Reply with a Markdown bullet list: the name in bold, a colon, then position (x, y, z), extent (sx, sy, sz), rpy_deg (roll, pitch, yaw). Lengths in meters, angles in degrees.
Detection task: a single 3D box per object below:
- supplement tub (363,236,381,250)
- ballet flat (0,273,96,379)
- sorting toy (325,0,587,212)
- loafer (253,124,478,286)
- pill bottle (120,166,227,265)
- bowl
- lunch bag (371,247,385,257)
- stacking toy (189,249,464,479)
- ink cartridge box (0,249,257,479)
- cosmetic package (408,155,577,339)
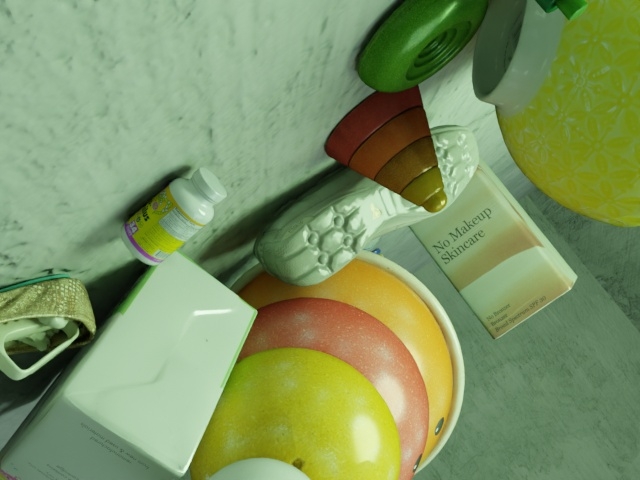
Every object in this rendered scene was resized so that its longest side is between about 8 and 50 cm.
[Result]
- **supplement tub**: position (0.066, -0.031, 0.935), extent (0.071, 0.071, 0.107), rpy_deg (-32, 168, -18)
- **ballet flat**: position (-0.240, 0.072, 0.445), extent (0.073, 0.067, 0.206), rpy_deg (-43, 167, 29)
- **sorting toy**: position (0.111, -0.124, 0.543), extent (0.127, 0.126, 0.365), rpy_deg (-32, 169, -20)
- **loafer**: position (0.059, -0.056, 0.770), extent (0.319, 0.112, 0.111), rpy_deg (-29, -156, -24)
- **pill bottle**: position (-0.115, -0.020, 0.502), extent (0.083, 0.043, 0.043), rpy_deg (-39, 169, 12)
- **bowl**: position (0.229, -0.166, 0.561), extent (0.156, 0.289, 0.289), rpy_deg (11, 158, -7)
- **lunch bag**: position (0.114, 0.193, 1.616), extent (0.138, 0.221, 0.293), rpy_deg (-30, 167, -29)
- **stacking toy**: position (-0.025, 0.212, 0.656), extent (0.350, 0.350, 0.480), rpy_deg (-39, -179, 15)
- **ink cartridge box**: position (-0.231, 0.191, 0.644), extent (0.353, 0.119, 0.207), rpy_deg (-43, -165, 34)
- **cosmetic package**: position (0.262, -0.007, 1.041), extent (0.153, 0.296, 0.129), rpy_deg (-42, 166, 23)
